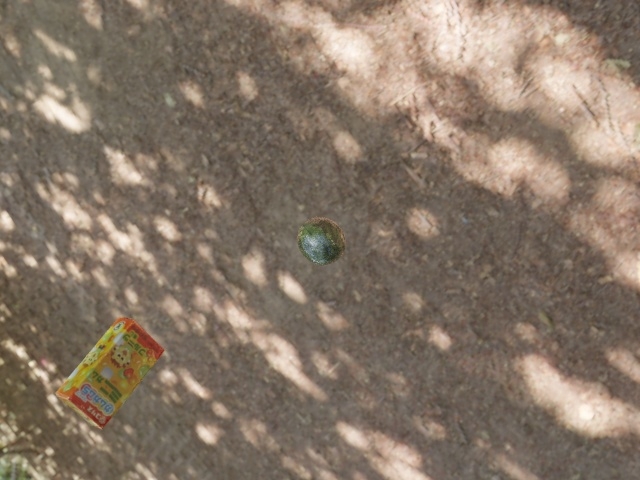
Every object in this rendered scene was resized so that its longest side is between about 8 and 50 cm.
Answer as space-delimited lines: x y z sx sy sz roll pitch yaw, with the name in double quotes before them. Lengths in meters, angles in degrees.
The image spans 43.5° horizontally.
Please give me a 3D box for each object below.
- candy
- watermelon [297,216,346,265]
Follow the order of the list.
"candy" -0.248 0.155 0.953 0.038 0.122 0.062 -1 135 50
"watermelon" 0.000 0.000 1.308 0.078 0.078 0.111 63 169 -14
